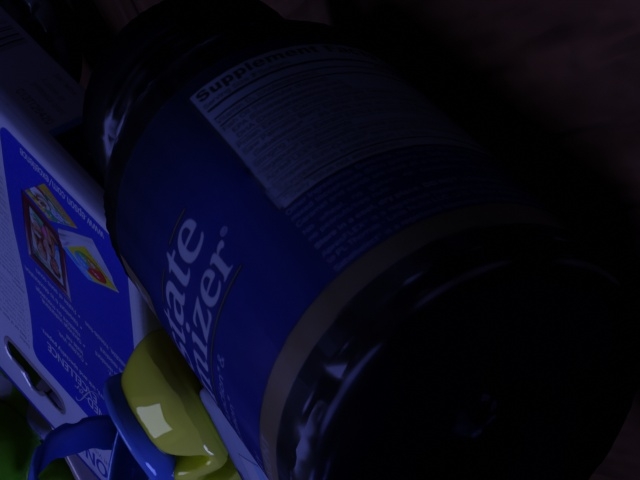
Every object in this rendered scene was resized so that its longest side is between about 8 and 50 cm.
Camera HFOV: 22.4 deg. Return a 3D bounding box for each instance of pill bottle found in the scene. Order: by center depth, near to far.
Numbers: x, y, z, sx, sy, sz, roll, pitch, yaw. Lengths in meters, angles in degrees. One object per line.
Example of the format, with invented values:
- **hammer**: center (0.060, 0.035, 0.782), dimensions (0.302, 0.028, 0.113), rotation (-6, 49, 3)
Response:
- **pill bottle**: center (0.000, 0.000, 0.550), dimensions (0.219, 0.123, 0.122), rotation (48, 161, 47)

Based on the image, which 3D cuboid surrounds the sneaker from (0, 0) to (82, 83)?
- **sneaker**: center (-0.252, -0.182, 1.287), dimensions (0.267, 0.101, 0.106), rotation (44, -173, 38)

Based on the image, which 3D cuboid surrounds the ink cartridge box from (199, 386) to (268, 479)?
- **ink cartridge box**: center (0.015, 0.206, 0.985), dimensions (0.308, 0.091, 0.385), rotation (64, 166, -7)

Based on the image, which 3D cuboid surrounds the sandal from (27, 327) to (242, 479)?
- **sandal**: center (-0.088, 0.189, 1.067), dimensions (0.317, 0.138, 0.126), rotation (61, -177, -40)

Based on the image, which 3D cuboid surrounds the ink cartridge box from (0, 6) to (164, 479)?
- **ink cartridge box**: center (-0.188, 0.010, 1.146), dimensions (0.303, 0.072, 0.307), rotation (42, 149, 31)

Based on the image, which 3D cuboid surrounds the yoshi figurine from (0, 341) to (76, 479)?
- **yoshi figurine**: center (-0.216, 0.242, 1.477), dimensions (0.362, 0.203, 0.203), rotation (37, -161, 2)

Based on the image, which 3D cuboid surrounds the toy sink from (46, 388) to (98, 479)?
- **toy sink**: center (-0.118, 0.191, 1.329), dimensions (0.234, 0.153, 0.131), rotation (63, 168, -5)
